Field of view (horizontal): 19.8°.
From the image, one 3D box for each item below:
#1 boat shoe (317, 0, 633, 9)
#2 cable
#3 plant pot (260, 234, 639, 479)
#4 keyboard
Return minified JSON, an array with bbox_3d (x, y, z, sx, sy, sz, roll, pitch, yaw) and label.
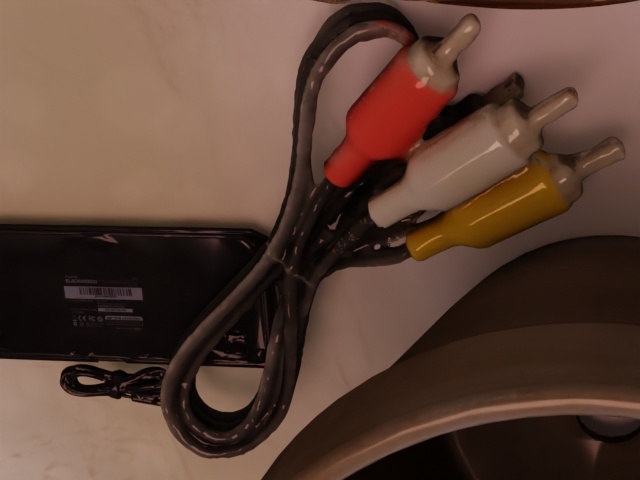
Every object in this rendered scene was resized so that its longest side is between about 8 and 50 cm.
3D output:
[{"bbox_3d":[0.005,-0.149,0.779,0.324,0.120,0.122,10,122,7],"label":"boat shoe"},{"bbox_3d":[0.000,0.000,0.883,0.139,0.072,0.287,40,112,-17],"label":"cable"},{"bbox_3d":[0.125,0.141,0.821,0.323,0.280,0.323,4,115,8],"label":"plant pot"},{"bbox_3d":[-0.111,0.039,0.977,0.180,0.023,0.108,2,114,13],"label":"keyboard"}]
